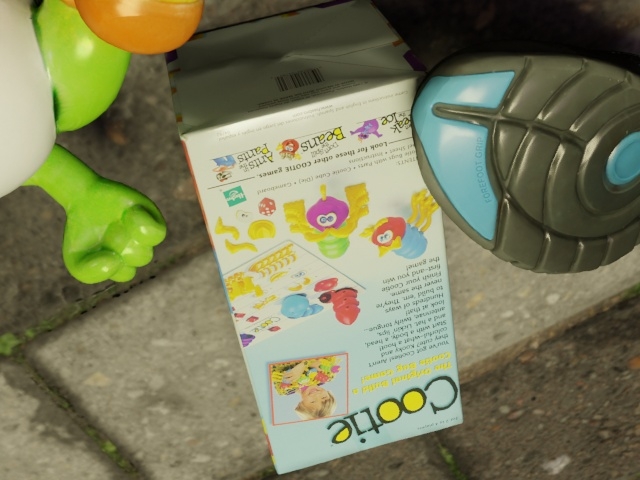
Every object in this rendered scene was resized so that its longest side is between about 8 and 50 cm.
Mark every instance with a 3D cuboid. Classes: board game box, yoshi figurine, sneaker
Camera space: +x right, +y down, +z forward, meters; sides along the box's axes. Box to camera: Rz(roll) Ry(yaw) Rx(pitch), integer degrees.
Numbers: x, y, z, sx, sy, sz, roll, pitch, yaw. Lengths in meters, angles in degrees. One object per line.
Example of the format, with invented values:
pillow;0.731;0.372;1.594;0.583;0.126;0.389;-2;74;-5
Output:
board game box;0.000;0.000;0.624;0.144;0.142;0.275;-14;125;-5
yoshi figurine;-0.206;-0.016;0.478;0.203;0.203;0.362;42;128;-2
sneaker;0.169;-0.061;0.580;0.340;0.140;0.125;8;122;-40
